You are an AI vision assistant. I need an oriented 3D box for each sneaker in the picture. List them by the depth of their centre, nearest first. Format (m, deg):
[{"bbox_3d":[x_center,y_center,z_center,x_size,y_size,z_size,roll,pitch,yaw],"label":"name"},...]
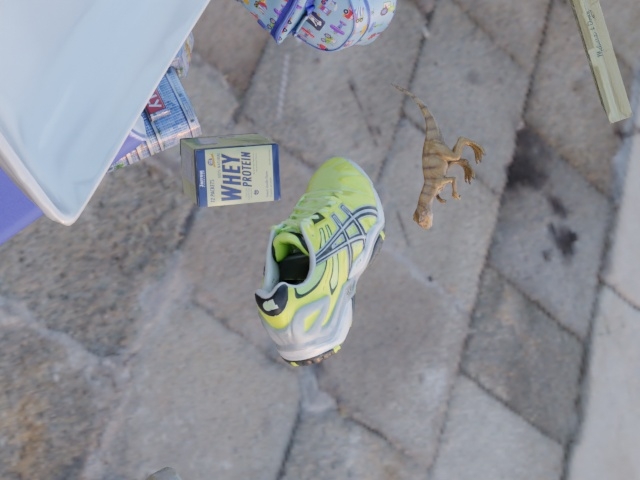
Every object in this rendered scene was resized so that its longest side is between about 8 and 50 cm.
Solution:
[{"bbox_3d":[0.000,0.000,1.827,0.147,0.145,0.384,58,31,-39],"label":"sneaker"}]

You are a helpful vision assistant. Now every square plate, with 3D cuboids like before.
[{"bbox_3d":[-0.190,-0.236,0.695,0.347,0.049,0.344,57,34,-30],"label":"square plate"}]

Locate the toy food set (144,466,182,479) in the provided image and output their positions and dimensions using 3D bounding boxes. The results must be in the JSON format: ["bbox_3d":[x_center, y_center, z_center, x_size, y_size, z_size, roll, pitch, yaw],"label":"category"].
[{"bbox_3d":[-0.024,0.165,0.334,0.038,0.132,0.192,-24,72,-28],"label":"toy food set"}]

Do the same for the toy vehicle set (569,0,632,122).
[{"bbox_3d":[0.410,-0.318,1.817,0.166,0.035,0.267,-53,125,-74],"label":"toy vehicle set"}]

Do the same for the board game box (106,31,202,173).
[{"bbox_3d":[-0.246,-0.216,1.651,0.194,0.060,0.194,-25,68,-8],"label":"board game box"}]

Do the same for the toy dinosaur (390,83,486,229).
[{"bbox_3d":[0.162,-0.122,1.646,0.112,0.064,0.211,5,73,-18],"label":"toy dinosaur"}]

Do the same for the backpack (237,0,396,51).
[{"bbox_3d":[-0.004,-0.293,1.412,0.173,0.158,0.117,48,58,-2],"label":"backpack"}]

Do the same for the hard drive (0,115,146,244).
[{"bbox_3d":[-0.344,-0.065,1.065,0.210,0.319,0.040,38,27,-43],"label":"hard drive"}]

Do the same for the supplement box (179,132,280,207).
[{"bbox_3d":[-0.089,-0.070,1.180,0.083,0.083,0.056,-6,104,-16],"label":"supplement box"}]
